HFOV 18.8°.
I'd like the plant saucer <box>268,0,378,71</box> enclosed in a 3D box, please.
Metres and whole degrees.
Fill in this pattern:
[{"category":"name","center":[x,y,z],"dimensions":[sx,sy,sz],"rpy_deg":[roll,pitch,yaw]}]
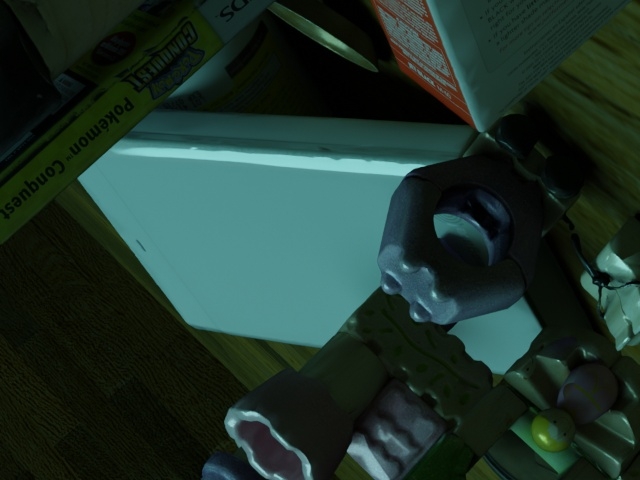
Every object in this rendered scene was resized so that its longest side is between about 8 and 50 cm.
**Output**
[{"category":"plant saucer","center":[0.001,-0.124,1.113],"dimensions":[0.083,0.015,0.083],"rpy_deg":[32,179,0]}]

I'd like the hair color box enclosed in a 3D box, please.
[{"category":"hair color box","center":[0.054,-0.126,0.680],"dimensions":[0.053,0.093,0.167],"rpy_deg":[42,168,35]}]

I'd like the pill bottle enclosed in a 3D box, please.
[{"category":"pill bottle","center":[-0.050,-0.072,1.299],"dimensions":[0.117,0.117,0.215],"rpy_deg":[38,165,49]}]

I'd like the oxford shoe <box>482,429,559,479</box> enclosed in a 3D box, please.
[{"category":"oxford shoe","center":[0.171,0.123,1.213],"dimensions":[0.227,0.083,0.096],"rpy_deg":[17,145,52]}]

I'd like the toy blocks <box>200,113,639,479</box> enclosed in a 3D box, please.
[{"category":"toy blocks","center":[0.070,0.160,1.020],"dimensions":[0.288,0.260,0.309],"rpy_deg":[43,153,6]}]

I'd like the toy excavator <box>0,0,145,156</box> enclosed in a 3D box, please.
[{"category":"toy excavator","center":[-0.289,-0.306,1.020],"dimensions":[0.445,0.222,0.433],"rpy_deg":[34,163,38]}]

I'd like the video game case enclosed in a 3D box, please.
[{"category":"video game case","center":[-0.146,-0.116,1.159],"dimensions":[0.035,0.248,0.275],"rpy_deg":[51,171,-26]}]

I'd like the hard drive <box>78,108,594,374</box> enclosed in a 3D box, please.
[{"category":"hard drive","center":[0.000,0.000,1.203],"dimensions":[0.307,0.040,0.203],"rpy_deg":[6,144,37]}]
